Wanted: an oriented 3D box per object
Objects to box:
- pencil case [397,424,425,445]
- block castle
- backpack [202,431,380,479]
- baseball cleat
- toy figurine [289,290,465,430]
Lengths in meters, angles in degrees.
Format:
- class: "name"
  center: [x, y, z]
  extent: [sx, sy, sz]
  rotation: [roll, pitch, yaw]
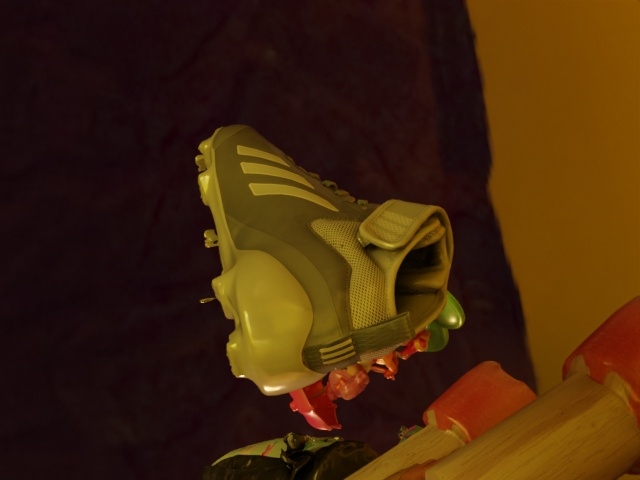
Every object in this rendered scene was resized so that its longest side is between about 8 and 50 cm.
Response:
- class: "pencil case"
  center: [0.145, 0.260, 1.405]
  extent: [0.152, 0.064, 0.070]
  rotation: [30, -47, -2]
- class: "block castle"
  center: [0.212, 0.265, 0.714]
  extent: [0.213, 0.453, 0.303]
  rotation: [-28, -6, -21]
- class: "backpack"
  center: [-0.020, 0.229, 1.068]
  extent: [0.115, 0.151, 0.182]
  rotation: [3, -6, -36]
- class: "baseball cleat"
  center: [0.000, 0.000, 0.582]
  extent: [0.109, 0.206, 0.072]
  rotation: [-12, -58, -2]
- class: "toy figurine"
  center: [0.041, 0.117, 1.276]
  extent: [0.130, 0.159, 0.173]
  rotation: [49, -25, -16]
